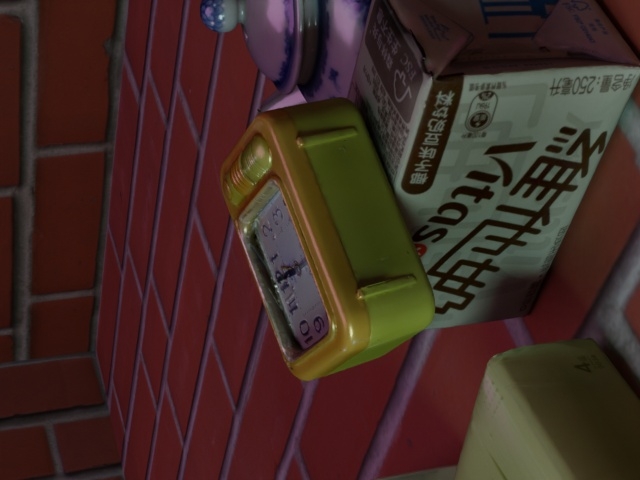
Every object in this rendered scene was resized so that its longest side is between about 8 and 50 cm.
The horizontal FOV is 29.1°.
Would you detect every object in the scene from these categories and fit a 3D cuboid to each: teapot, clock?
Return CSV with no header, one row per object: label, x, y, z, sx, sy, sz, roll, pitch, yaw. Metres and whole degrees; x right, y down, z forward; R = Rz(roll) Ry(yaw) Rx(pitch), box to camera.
teapot,0.026,-0.221,1.143,0.424,0.280,0.252,113,147,-60
clock,0.000,0.000,0.999,0.143,0.096,0.202,-43,66,58

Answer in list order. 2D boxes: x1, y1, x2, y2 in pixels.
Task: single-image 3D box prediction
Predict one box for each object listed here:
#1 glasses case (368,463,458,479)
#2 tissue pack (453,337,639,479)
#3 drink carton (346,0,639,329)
glasses case,0.071,0.328,1.411,0.313,0.131,0.070,127,134,-62
tissue pack,0.213,0.216,0.988,0.234,0.125,0.159,-119,30,-46
drink carton,0.121,-0.065,1.062,0.325,0.194,0.132,105,152,-46
